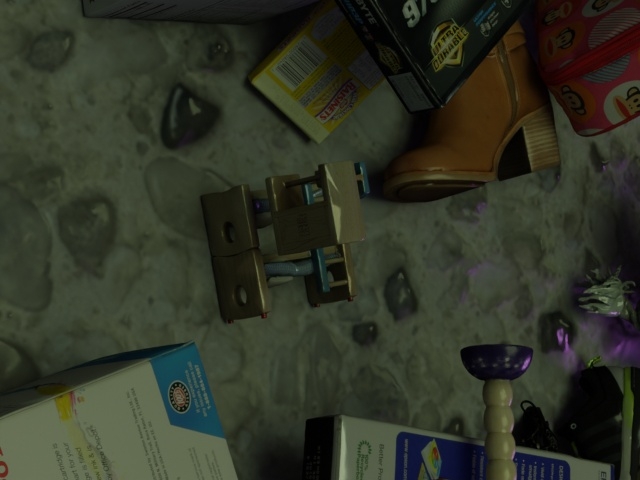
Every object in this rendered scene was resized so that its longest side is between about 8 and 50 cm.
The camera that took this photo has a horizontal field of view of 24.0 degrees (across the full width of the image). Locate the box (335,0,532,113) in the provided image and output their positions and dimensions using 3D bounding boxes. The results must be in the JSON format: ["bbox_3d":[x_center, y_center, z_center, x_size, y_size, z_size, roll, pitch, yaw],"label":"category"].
[{"bbox_3d":[0.114,-0.258,1.474,0.220,0.051,0.175,-49,116,-31],"label":"box"}]

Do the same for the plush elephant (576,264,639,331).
[{"bbox_3d":[0.499,0.019,1.812,0.330,0.272,0.255,21,113,-21],"label":"plush elephant"}]

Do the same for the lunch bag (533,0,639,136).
[{"bbox_3d":[0.378,-0.263,1.726,0.120,0.258,0.293,52,25,-23],"label":"lunch bag"}]

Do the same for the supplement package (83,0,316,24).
[{"bbox_3d":[-0.111,-0.316,1.423,0.203,0.149,0.194,-5,86,-43],"label":"supplement package"}]

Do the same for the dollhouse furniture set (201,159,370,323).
[{"bbox_3d":[0.000,0.000,1.439,0.129,0.184,0.129,-9,88,-42],"label":"dollhouse furniture set"}]

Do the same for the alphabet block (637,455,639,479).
[{"bbox_3d":[0.472,0.335,1.796,0.193,0.192,0.197,47,54,-23],"label":"alphabet block"}]

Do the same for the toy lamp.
[{"bbox_3d":[0.172,0.238,1.417,0.080,0.080,0.274,12,74,-40],"label":"toy lamp"}]

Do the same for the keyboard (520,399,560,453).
[{"bbox_3d":[0.254,0.241,1.654,0.100,0.038,0.192,62,15,-16],"label":"keyboard"}]

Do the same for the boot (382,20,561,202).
[{"bbox_3d":[0.149,-0.165,1.656,0.283,0.109,0.220,-16,90,-38],"label":"boot"}]

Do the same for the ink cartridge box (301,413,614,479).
[{"bbox_3d":[0.141,0.283,1.470,0.371,0.069,0.175,14,72,-33],"label":"ink cartridge box"}]

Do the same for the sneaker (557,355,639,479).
[{"bbox_3d":[0.322,0.248,1.755,0.084,0.097,0.234,77,24,-58],"label":"sneaker"}]

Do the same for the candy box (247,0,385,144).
[{"bbox_3d":[0.033,-0.203,1.528,0.206,0.027,0.105,-44,121,8],"label":"candy box"}]

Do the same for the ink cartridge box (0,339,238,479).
[{"bbox_3d":[-0.212,0.202,1.225,0.233,0.168,0.171,-19,94,-42],"label":"ink cartridge box"}]
